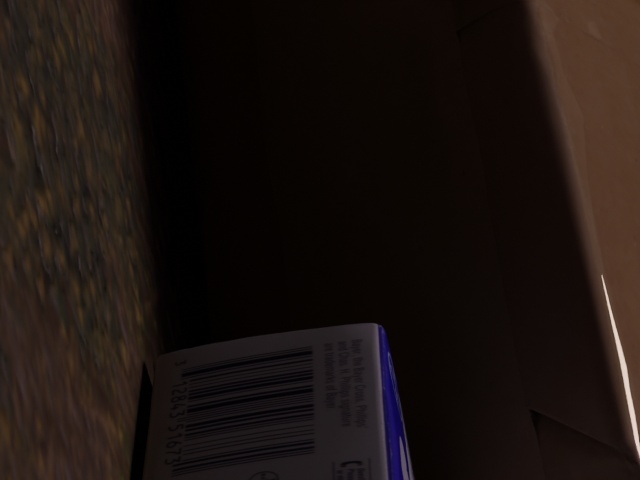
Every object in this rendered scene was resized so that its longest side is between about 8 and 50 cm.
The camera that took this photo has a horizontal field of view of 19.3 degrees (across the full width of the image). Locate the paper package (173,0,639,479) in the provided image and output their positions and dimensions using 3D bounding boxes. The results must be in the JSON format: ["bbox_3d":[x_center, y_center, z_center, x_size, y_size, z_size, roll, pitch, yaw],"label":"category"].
[{"bbox_3d":[0.118,0.010,0.750,0.325,0.168,0.309,19,53,-43],"label":"paper package"}]

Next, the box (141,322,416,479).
[{"bbox_3d":[-0.002,0.115,0.522,0.126,0.072,0.137,-91,171,-60],"label":"box"}]
